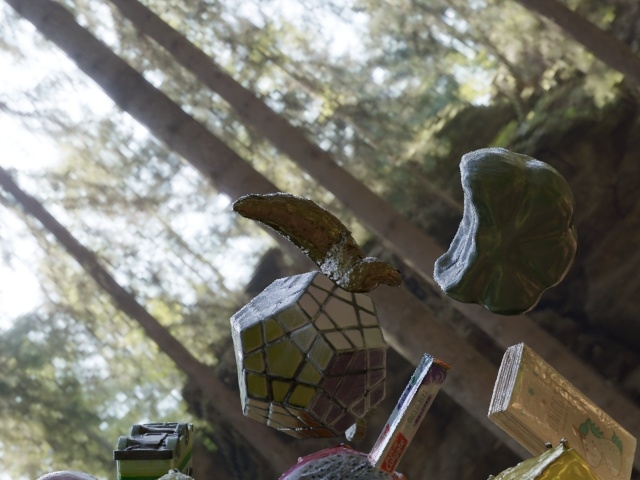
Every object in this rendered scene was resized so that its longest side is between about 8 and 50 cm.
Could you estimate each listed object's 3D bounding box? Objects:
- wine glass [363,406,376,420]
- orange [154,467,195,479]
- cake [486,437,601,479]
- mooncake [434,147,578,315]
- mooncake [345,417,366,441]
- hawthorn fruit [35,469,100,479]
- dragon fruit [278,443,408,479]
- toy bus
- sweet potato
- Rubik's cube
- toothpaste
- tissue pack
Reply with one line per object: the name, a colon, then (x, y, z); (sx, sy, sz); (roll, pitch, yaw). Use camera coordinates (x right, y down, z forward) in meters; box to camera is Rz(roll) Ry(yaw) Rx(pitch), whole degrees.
wine glass: (0.023, 0.326, 2.447); (0.066, 0.198, 0.066); (-58, 17, 30)
orange: (-0.251, 0.642, 2.191); (0.210, 0.368, 0.271); (-35, -12, -48)
cake: (0.262, 0.386, 1.359); (0.227, 0.222, 0.286); (-34, -9, -30)
mooncake: (0.189, -0.009, 1.209); (0.168, 0.175, 0.104); (-19, 14, 15)
mooncake: (0.054, 0.454, 2.522); (0.347, 0.057, 0.150); (107, 177, -82)
hawthorn fruit: (-0.328, 0.415, 1.522); (0.189, 0.251, 0.189); (-8, -75, -29)
dragon fruit: (0.033, 0.550, 2.213); (0.290, 0.290, 0.189); (-33, -50, -31)
toy bus: (-0.358, 0.490, 2.502); (0.276, 0.134, 0.164); (-31, -60, -86)
sweet potato: (0.003, 0.001, 1.947); (0.098, 0.310, 0.124); (-58, -7, 13)
Rubik's cube: (-0.023, 0.214, 2.129); (0.319, 0.264, 0.319); (-29, 15, 9)
toothpaste: (0.142, 0.274, 1.807); (0.047, 0.040, 0.196); (28, -87, -22)
tissue pack: (0.455, 0.352, 2.146); (0.071, 0.325, 0.170); (-32, 25, 45)
